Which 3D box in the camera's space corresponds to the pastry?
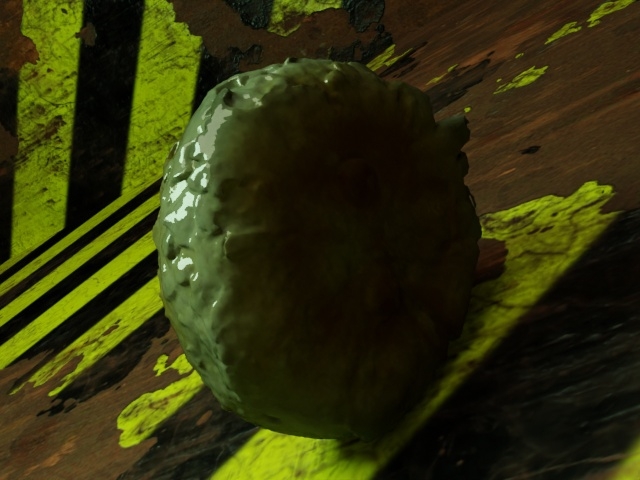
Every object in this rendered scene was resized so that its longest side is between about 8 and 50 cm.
[{"bbox_3d":[0.000,0.000,0.638,0.136,0.330,0.329,-8,31,49],"label":"pastry"}]
